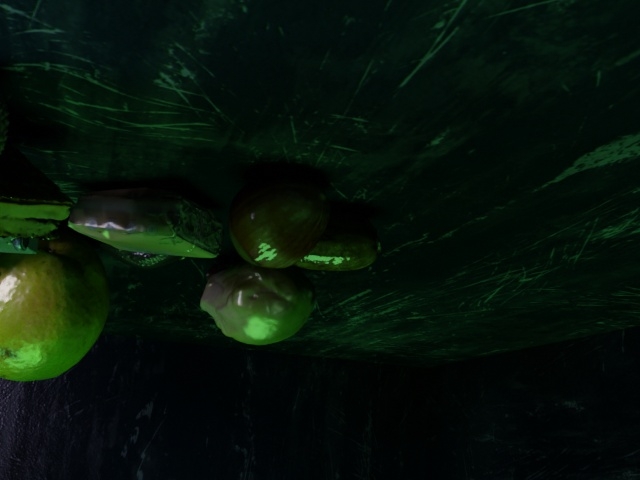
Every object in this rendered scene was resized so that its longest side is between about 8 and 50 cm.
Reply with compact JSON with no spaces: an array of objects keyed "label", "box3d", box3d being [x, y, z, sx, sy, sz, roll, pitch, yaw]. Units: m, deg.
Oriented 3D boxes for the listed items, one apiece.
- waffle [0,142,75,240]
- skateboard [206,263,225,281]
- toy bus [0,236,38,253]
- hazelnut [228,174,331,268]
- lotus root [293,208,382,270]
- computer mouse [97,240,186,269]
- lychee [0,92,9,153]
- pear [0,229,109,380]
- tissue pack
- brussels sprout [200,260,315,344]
[{"label":"waffle","box3d":[-0.571,-0.093,1.173,0.212,0.091,0.308,38,-166,20]},{"label":"skateboard","box3d":[-0.286,0.112,2.166,0.080,0.067,0.151,5,170,28]},{"label":"toy bus","box3d":[-0.668,-0.068,1.479,0.108,0.136,0.330,2,163,1]},{"label":"hazelnut","box3d":[-0.078,-0.042,1.405,0.214,0.176,0.214,-32,178,-2]},{"label":"lotus root","box3d":[0.000,0.000,1.565,0.260,0.129,0.145,1,-158,-2]},{"label":"computer mouse","box3d":[-0.394,0.019,1.745,0.264,0.088,0.147,-5,-168,18]},{"label":"lychee","box3d":[-0.526,-0.182,1.029,0.165,0.165,0.197,-7,136,33]},{"label":"pear","box3d":[-0.705,0.145,1.831,0.390,0.391,0.391,3,164,1]},{"label":"tissue pack","box3d":[-0.362,-0.038,1.551,0.256,0.123,0.215,6,167,19]},{"label":"brussels sprout","box3d":[-0.162,0.157,1.997,0.316,0.243,0.273,3,-172,-17]}]
